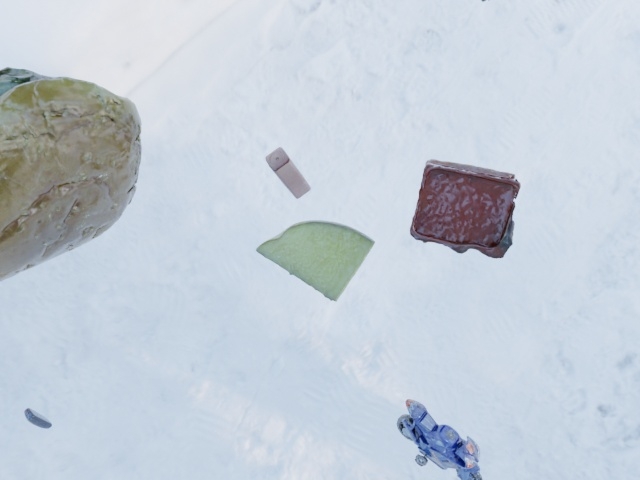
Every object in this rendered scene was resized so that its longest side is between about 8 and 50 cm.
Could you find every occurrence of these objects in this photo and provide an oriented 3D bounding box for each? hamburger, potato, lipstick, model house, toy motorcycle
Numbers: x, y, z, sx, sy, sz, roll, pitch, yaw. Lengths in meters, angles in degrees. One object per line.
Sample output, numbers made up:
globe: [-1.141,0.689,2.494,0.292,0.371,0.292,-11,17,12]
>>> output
hamburger: [-0.335,-0.072,0.713,0.134,0.265,0.285,35,44,25]
potato: [0.000,0.000,0.890,0.149,0.081,0.120,33,114,-3]
lipstick: [-0.066,-0.139,1.237,0.045,0.145,0.045,-37,65,1]
model house: [0.300,-0.083,1.238,0.196,0.254,0.160,11,107,8]
toy motorcycle: [0.244,0.409,1.187,0.205,0.114,0.076,35,46,22]

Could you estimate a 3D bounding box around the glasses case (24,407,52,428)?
glasses case: [-0.635,0.400,1.319,0.033,0.083,0.023,31,67,25]
